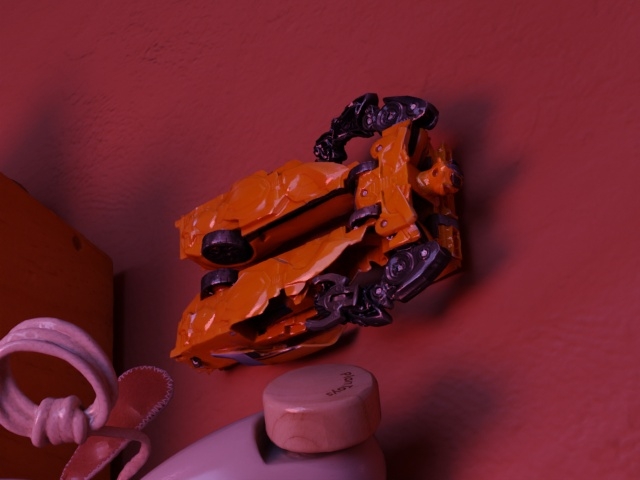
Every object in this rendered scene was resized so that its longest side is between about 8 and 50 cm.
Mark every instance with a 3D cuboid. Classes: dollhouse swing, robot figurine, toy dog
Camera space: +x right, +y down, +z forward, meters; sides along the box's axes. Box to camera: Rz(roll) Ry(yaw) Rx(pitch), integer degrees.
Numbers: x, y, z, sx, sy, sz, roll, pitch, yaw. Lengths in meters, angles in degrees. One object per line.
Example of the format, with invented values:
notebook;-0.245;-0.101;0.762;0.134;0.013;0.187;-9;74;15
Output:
dollhouse swing;-0.359;0.167;1.192;0.305;0.315;0.346;-18;55;21
robot figurine;0.000;0.000;1.097;0.291;0.085;0.211;-23;53;31
toy dog;-0.088;0.169;0.980;0.161;0.334;0.220;-75;-3;-78

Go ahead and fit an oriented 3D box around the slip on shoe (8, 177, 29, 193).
slip on shoe;-0.418;0.053;1.419;0.331;0.123;0.101;-40;30;18
